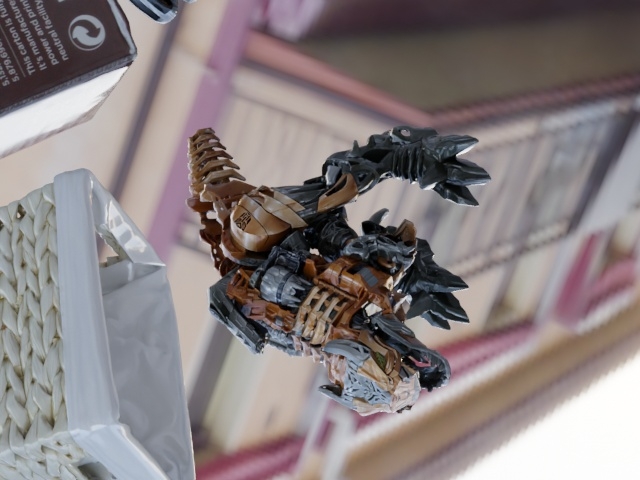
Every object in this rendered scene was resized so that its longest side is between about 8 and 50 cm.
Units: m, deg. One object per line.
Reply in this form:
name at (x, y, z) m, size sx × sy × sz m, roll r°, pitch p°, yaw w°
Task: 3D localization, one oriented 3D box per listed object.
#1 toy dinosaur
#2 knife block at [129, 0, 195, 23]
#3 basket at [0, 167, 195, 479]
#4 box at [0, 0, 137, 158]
toy dinosaur at (0.000, 0.000, 1.454) m, size 0.218 × 0.164 × 0.322 m, roll -17°, pitch -118°, yaw -29°
knife block at (-0.143, -0.231, 0.916) m, size 0.276 × 0.242 × 0.088 m, roll 10°, pitch -147°, yaw 4°
basket at (-0.139, 0.067, 1.054) m, size 0.113 × 0.103 × 0.167 m, roll 57°, pitch -163°, yaw -51°
box at (-0.325, -0.081, 1.260) m, size 0.381 × 0.143 × 0.191 m, roll -27°, pitch 179°, yaw -18°
